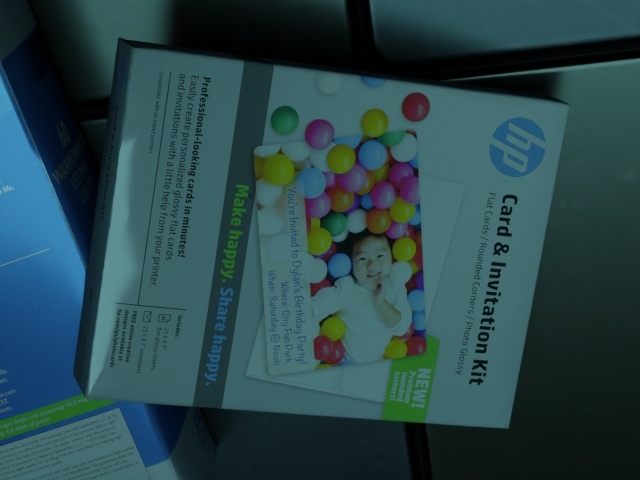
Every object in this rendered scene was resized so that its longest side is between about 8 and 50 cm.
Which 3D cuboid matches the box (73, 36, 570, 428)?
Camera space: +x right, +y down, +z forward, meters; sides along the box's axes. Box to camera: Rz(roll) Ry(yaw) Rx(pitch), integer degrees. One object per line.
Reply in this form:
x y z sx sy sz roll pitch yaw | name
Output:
0.000 0.000 0.760 0.186 0.038 0.145 6 101 -18 | box

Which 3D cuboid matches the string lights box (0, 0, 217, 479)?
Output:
-0.155 0.015 0.798 0.133 0.077 0.260 -17 108 10 | string lights box
